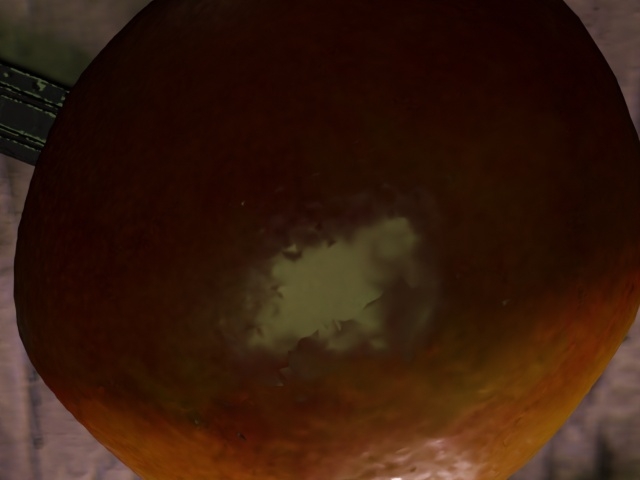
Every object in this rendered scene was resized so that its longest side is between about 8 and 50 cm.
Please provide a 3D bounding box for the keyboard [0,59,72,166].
[{"bbox_3d":[-0.234,-0.097,0.747,0.204,0.013,0.061,22,114,-1],"label":"keyboard"}]

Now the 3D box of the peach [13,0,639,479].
[{"bbox_3d":[0.000,0.000,0.605,0.332,0.308,0.308,-26,108,8],"label":"peach"}]
